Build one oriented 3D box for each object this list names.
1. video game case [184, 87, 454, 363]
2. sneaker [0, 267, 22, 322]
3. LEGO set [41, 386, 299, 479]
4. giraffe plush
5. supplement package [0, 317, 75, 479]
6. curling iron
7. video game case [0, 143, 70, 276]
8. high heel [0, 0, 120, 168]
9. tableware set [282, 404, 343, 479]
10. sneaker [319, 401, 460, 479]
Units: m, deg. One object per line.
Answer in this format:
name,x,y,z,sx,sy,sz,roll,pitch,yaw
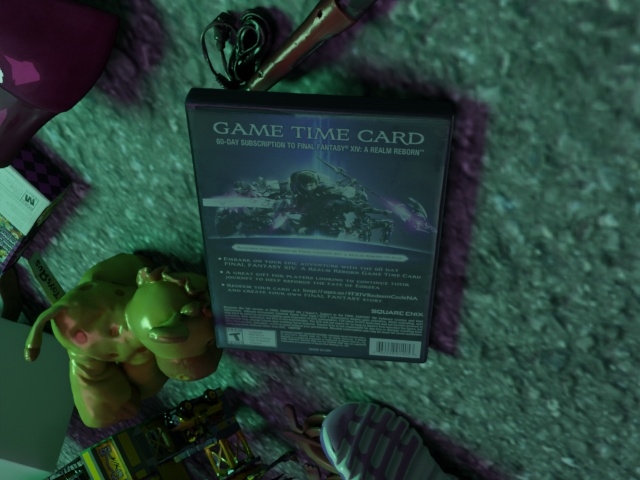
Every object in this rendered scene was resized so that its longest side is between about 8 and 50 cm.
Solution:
video game case,0.000,0.000,0.722,0.196,0.026,0.274,4,132,5
sneaker,-0.423,0.065,1.121,0.067,0.042,0.118,24,133,12
LEGO set,-0.200,0.324,1.021,0.331,0.255,0.192,-34,80,32
giraffe plush,-0.164,0.081,0.866,0.171,0.181,0.210,-5,143,24
supplement package,-0.451,0.236,1.160,0.178,0.175,0.293,24,144,-22
curling iron,0.004,-0.171,0.602,0.274,0.035,0.068,-23,112,46
video game case,-0.403,-0.085,0.966,0.232,0.042,0.210,44,139,-7
high heel,-0.337,-0.253,0.749,0.181,0.127,0.377,-42,95,20
tableware set,0.023,0.275,1.002,0.128,0.039,0.194,8,132,30
sneaker,0.090,0.264,0.911,0.236,0.095,0.104,38,147,-2
